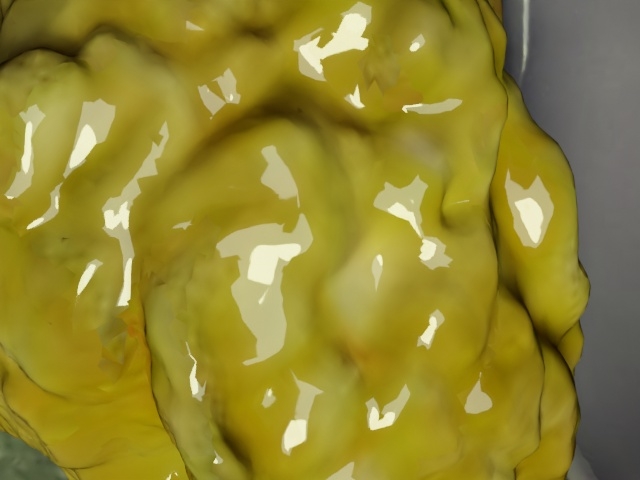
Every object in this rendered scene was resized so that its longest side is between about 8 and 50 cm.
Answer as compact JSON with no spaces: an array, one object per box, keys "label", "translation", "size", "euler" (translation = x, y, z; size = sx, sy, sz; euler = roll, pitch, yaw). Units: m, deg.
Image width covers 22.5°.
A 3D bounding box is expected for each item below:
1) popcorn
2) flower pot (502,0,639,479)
[{"label":"popcorn","translation":[-0.018,0.003,0.368],"size":[0.163,0.140,0.194],"euler":[-8,111,-16]},{"label":"flower pot","translation":[0.199,-0.021,0.367],"size":[0.243,0.265,0.265],"euler":[-8,113,-26]}]
